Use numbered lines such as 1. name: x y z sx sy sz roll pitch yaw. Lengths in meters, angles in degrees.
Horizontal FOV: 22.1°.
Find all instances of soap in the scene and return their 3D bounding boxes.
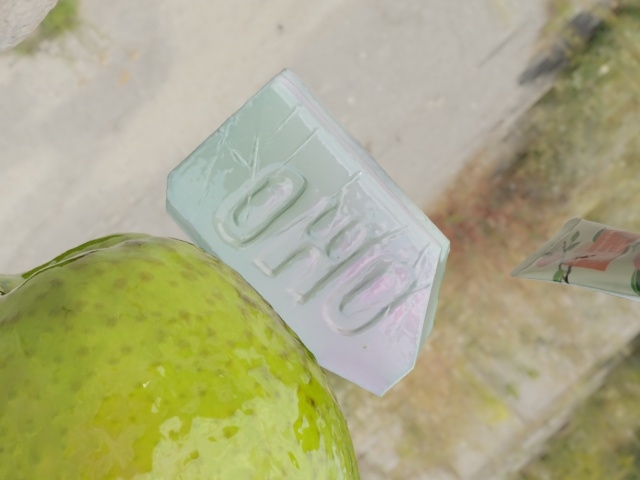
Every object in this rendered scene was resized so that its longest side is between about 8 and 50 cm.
1. soap: 0.000 0.000 1.857 0.208 0.347 0.115 -41 -174 12

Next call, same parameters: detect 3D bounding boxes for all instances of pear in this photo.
1. pear: -0.146 0.171 1.075 0.391 0.391 0.391 -38 166 -11

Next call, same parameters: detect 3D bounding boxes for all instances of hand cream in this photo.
1. hand cream: 0.238 0.021 1.188 0.080 0.050 0.234 -37 -153 -25

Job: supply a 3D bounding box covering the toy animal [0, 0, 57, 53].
1. toy animal: -0.387 -0.259 1.557 0.358 0.188 0.226 -8 155 31
